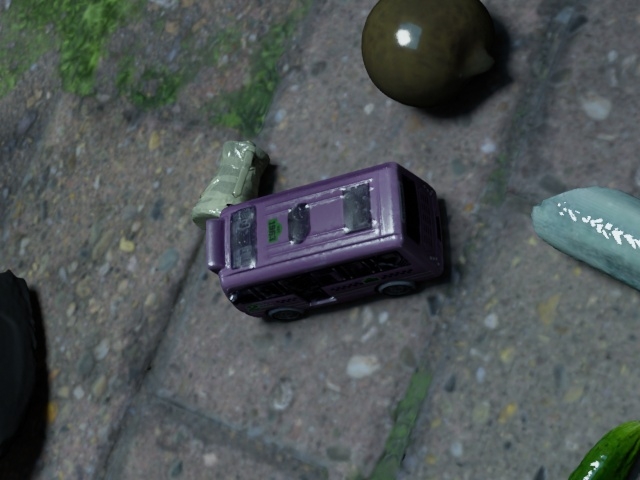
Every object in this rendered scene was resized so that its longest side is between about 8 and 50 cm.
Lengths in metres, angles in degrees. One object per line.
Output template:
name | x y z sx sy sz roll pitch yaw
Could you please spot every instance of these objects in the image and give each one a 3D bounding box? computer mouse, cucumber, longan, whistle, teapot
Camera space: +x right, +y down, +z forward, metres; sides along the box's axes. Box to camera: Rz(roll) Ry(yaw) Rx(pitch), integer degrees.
computer mouse | -0.311 0.127 1.128 0.122 0.073 0.217 -23 55 18
cucumber | 0.172 0.193 0.845 0.039 0.039 0.168 24 81 34
longan | 0.088 -0.157 0.997 0.113 0.092 0.113 -4 60 7
whistle | 0.281 0.036 0.828 0.312 0.062 0.062 31 88 35
teapot | -0.072 -0.049 1.068 0.057 0.067 0.083 20 69 -11

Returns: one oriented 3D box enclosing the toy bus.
toy bus | 0.000 0.000 0.981 0.178 0.098 0.086 -15 65 25
